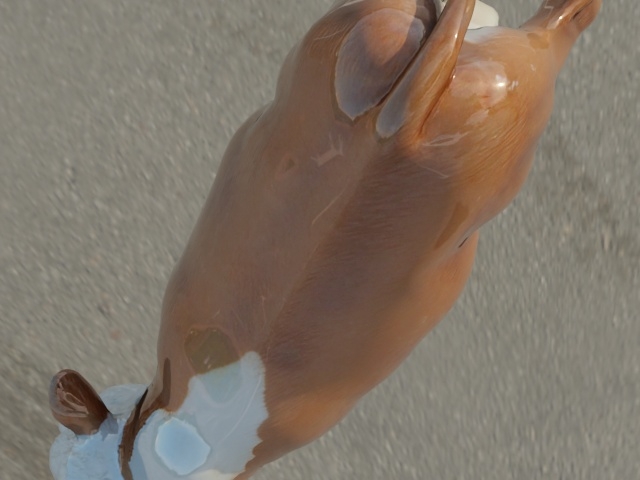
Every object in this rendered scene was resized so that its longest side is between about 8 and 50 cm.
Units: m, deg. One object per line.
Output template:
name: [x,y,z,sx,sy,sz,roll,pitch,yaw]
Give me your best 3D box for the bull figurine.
bull figurine: [0.000,0.000,0.623,0.101,0.310,0.188,37,46,-3]
